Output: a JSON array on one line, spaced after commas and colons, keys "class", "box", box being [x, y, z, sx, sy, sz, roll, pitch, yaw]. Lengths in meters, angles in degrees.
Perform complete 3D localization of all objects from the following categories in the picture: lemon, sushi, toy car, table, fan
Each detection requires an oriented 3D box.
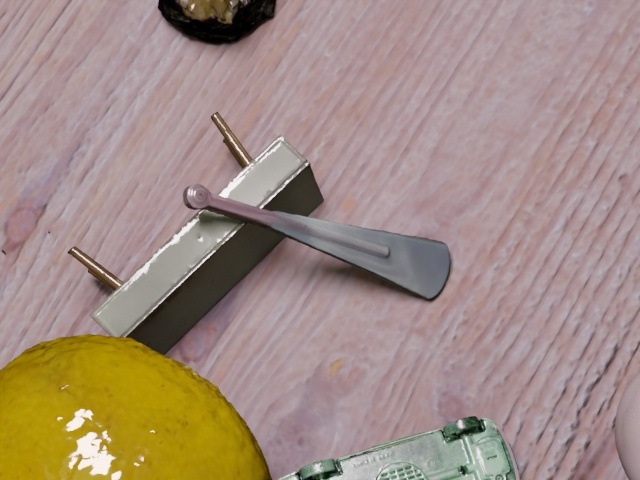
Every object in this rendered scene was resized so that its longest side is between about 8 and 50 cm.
[{"class": "lemon", "box": [-0.176, 0.223, 1.240, 0.322, 0.268, 0.268, 43, 83, 2]}, {"class": "sushi", "box": [-0.095, -0.312, 1.457, 0.147, 0.115, 0.212, 30, 81, 13]}, {"class": "toy car", "box": [0.067, 0.229, 1.306, 0.224, 0.076, 0.090, -16, 72, -6]}, {"class": "table", "box": [-0.125, -0.009, 1.372, 0.240, 0.121, 0.111, -44, 74, -7]}, {"class": "fan", "box": [0.000, 0.000, 1.322, 0.282, 0.023, 0.057, 15, 93, -27]}]

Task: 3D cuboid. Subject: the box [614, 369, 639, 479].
[{"class": "box", "box": [0.399, 0.190, 1.163, 0.289, 0.349, 0.141, 55, 129, 17]}]
